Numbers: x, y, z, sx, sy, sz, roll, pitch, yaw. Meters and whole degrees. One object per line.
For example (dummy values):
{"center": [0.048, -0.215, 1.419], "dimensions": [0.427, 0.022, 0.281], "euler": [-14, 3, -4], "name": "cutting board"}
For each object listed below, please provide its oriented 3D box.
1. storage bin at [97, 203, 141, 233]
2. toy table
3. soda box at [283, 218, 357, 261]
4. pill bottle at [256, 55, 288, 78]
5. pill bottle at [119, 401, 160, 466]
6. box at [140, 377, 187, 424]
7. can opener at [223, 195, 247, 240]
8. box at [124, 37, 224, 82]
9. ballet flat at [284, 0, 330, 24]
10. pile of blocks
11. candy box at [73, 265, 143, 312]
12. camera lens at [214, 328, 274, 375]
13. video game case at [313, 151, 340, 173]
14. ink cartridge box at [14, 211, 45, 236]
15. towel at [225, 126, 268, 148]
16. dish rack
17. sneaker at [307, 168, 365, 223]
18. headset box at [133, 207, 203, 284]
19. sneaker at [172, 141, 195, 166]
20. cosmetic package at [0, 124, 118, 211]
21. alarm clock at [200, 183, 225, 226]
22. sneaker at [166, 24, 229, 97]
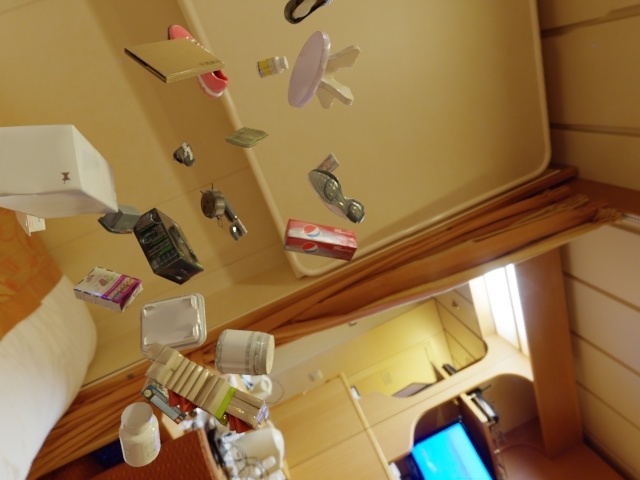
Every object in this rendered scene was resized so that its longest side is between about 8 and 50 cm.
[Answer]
{"center": [-0.752, -0.081, 1.528], "dimensions": [0.098, 0.091, 0.135], "euler": [43, 9, 10], "name": "storage bin"}
{"center": [0.011, -0.581, 1.413], "dimensions": [0.274, 0.160, 0.252], "euler": [-38, -124, 53], "name": "toy table"}
{"center": [0.000, 0.000, 1.484], "dimensions": [0.083, 0.263, 0.092], "euler": [112, -18, -46], "name": "soda box"}
{"center": [-0.188, -0.681, 1.573], "dimensions": [0.065, 0.116, 0.065], "euler": [-9, 90, -77], "name": "pill bottle"}
{"center": [-0.665, 0.708, 1.476], "dimensions": [0.131, 0.131, 0.229], "euler": [-121, -146, -51], "name": "pill bottle"}
{"center": [-0.524, 0.518, 1.378], "dimensions": [0.159, 0.044, 0.233], "euler": [46, -11, -11], "name": "box"}
{"center": [-0.540, -0.136, 2.417], "dimensions": [0.280, 0.074, 0.093], "euler": [61, 34, -11], "name": "can opener"}
{"center": [-0.390, -0.493, 1.087], "dimensions": [0.164, 0.201, 0.021], "euler": [37, -43, 15], "name": "box"}
{"center": [-0.005, -0.829, 1.357], "dimensions": [0.095, 0.280, 0.096], "euler": [39, 32, -35], "name": "ballet flat"}
{"center": [-0.310, 0.408, 1.045], "dimensions": [0.362, 0.113, 0.149], "euler": [32, -34, -3], "name": "pile of blocks"}
{"center": [-0.957, 0.220, 1.818], "dimensions": [0.159, 0.233, 0.071], "euler": [-65, 169, -50], "name": "candy box"}
{"center": [-0.390, 0.574, 2.057], "dimensions": [0.219, 0.274, 0.220], "euler": [3, 90, -85], "name": "camera lens"}
{"center": [0.018, -0.388, 2.210], "dimensions": [0.023, 0.183, 0.201], "euler": [39, 15, -26], "name": "video game case"}
{"center": [-1.123, -0.108, 1.551], "dimensions": [0.198, 0.067, 0.115], "euler": [32, -57, 35], "name": "ink cartridge box"}
{"center": [-0.272, -0.382, 1.480], "dimensions": [0.148, 0.110, 0.027], "euler": [22, -39, 35], "name": "towel"}
{"center": [-0.752, 0.412, 2.014], "dimensions": [0.072, 0.332, 0.286], "euler": [84, -5, -63], "name": "dish rack"}
{"center": [0.044, -0.166, 1.598], "dimensions": [0.297, 0.111, 0.129], "euler": [43, -19, -28], "name": "sneaker"}
{"center": [-0.655, 0.040, 1.736], "dimensions": [0.283, 0.131, 0.246], "euler": [56, -4, 18], "name": "headset box"}
{"center": [-0.730, -0.437, 2.132], "dimensions": [0.078, 0.106, 0.234], "euler": [56, 3, -41], "name": "sneaker"}
{"center": [-0.729, -0.168, 1.105], "dimensions": [0.453, 0.230, 0.162], "euler": [172, -89, -72], "name": "cosmetic package"}
{"center": [-0.472, -0.144, 1.773], "dimensions": [0.129, 0.064, 0.192], "euler": [-41, -109, 40], "name": "alarm clock"}
{"center": [-0.486, -0.751, 1.647], "dimensions": [0.136, 0.116, 0.314], "euler": [-10, -53, 45], "name": "sneaker"}
